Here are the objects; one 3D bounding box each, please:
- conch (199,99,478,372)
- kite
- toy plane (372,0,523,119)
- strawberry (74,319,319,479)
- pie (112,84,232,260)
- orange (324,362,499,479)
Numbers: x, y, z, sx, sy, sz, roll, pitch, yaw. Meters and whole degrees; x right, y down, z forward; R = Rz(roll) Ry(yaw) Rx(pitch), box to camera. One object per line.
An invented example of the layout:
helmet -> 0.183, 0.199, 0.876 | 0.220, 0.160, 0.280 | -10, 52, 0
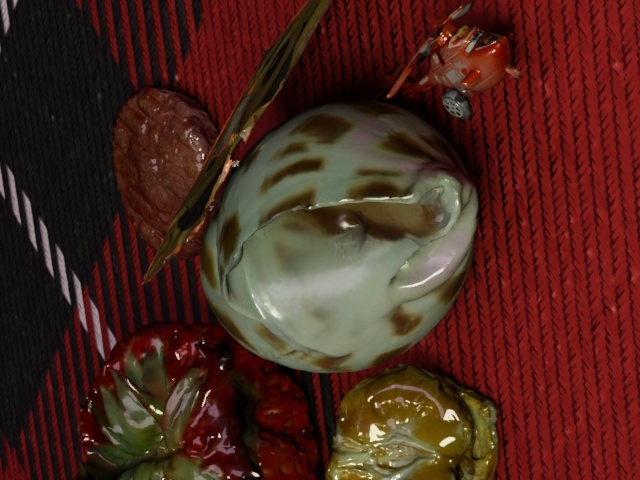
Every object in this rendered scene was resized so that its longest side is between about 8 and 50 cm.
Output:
conch -> 0.001, 0.000, 1.550 | 0.368, 0.249, 0.197 | -44, 49, 40
kite -> -0.061, -0.114, 1.609 | 0.013, 0.327, 0.377 | 30, 110, -8
toy plane -> 0.096, -0.132, 1.509 | 0.077, 0.126, 0.194 | 45, 140, -7
strawberry -> -0.102, 0.211, 1.813 | 0.261, 0.257, 0.261 | -5, 82, 37
pie -> -0.154, -0.069, 1.891 | 0.182, 0.049, 0.182 | 26, 124, 46
orange -> 0.079, 0.194, 1.624 | 0.160, 0.170, 0.112 | 57, 174, 21
